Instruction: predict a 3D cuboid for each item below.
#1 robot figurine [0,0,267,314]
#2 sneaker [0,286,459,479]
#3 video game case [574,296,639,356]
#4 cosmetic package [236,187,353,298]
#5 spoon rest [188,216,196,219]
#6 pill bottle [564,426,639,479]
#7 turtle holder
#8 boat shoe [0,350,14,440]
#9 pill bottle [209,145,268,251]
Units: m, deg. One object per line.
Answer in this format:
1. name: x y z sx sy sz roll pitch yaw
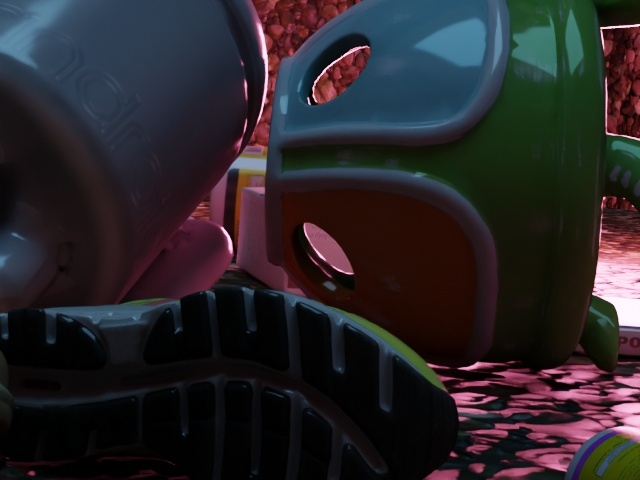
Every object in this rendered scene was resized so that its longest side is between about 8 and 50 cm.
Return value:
1. robot figurine: -0.155 -0.075 0.798 0.199 0.300 0.353 -15 25 31
2. sneaker: -0.036 0.055 0.536 0.208 0.081 0.094 6 3 29
3. video game case: 0.220 0.062 1.014 0.183 0.023 0.201 4 5 1
4. cosmetic package: 0.000 0.000 1.219 0.117 0.086 0.231 2 4 -15
5. spoon rest: -0.224 -0.008 1.283 0.276 0.084 0.137 17 5 -5
6. pill bottle: 0.118 0.091 0.442 0.043 0.043 0.083 2 4 -21
7. turtle holder: 0.085 -0.076 0.861 0.227 0.320 0.243 3 -18 3
8. boat shoe: -0.223 0.022 0.543 0.285 0.089 0.104 7 -19 37
9. pill bottle: -0.013 -0.040 1.478 0.208 0.119 0.119 4 5 2
